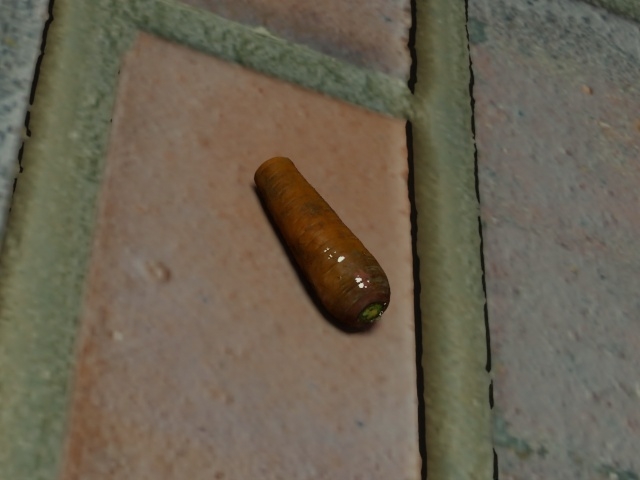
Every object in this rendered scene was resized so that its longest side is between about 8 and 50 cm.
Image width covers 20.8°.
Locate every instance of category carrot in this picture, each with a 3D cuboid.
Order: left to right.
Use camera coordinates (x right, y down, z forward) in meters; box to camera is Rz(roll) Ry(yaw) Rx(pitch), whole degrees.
[{"bbox_3d":[0.000,0.000,0.789,0.032,0.032,0.093,-8,52,-37],"label":"carrot"}]
